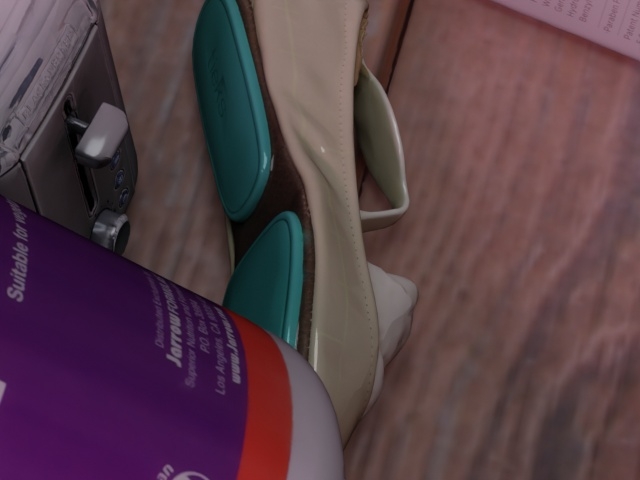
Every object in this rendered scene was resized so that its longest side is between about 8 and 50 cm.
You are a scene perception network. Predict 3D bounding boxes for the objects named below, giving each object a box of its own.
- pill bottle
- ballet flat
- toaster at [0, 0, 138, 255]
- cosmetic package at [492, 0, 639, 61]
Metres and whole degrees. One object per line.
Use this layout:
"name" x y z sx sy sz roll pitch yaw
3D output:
"pill bottle" -0.164 0.052 0.545 0.323 0.181 0.181 28 58 -25
"ballet flat" 0.000 0.000 0.720 0.086 0.086 0.248 -1 60 -6
"toaster" -0.177 -0.059 0.693 0.227 0.146 0.129 22 61 7
"cosmetic package" 0.102 -0.201 0.791 0.184 0.151 0.151 23 61 8
